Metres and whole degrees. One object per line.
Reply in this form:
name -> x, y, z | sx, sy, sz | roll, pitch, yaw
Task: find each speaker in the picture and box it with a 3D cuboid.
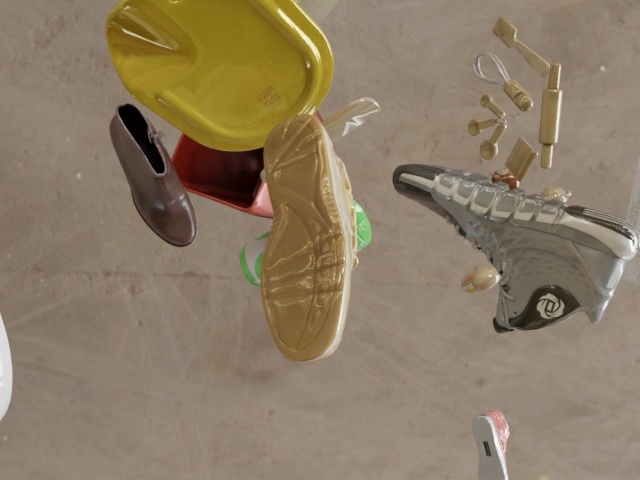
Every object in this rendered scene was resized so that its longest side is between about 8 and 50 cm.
speaker -> -0.037, 0.010, 1.687 | 0.297, 0.131, 0.131 | -23, 127, 25

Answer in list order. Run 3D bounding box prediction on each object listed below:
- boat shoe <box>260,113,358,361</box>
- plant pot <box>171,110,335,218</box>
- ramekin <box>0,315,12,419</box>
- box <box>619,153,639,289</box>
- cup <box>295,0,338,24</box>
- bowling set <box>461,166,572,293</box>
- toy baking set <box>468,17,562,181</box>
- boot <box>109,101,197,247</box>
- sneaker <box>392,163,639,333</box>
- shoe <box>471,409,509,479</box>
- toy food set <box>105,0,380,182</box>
boat shoe -> 0.000, 0.000, 0.479 | 0.063, 0.170, 0.059 | -14, 152, 25
plant pot -> -0.124, -0.179, 1.583 | 0.236, 0.267, 0.267 | 27, 85, -54
ramekin -> -0.498, 0.146, 0.936 | 0.127, 0.273, 0.272 | -11, 133, -45
box -> 0.466, -0.064, 0.867 | 0.290, 0.087, 0.169 | -30, 131, -34
cup -> -0.073, -0.458, 1.135 | 0.331, 0.237, 0.330 | -6, 103, -28
bowling set -> 0.345, -0.036, 1.272 | 0.287, 0.154, 0.199 | -24, 85, -5
toy baking set -> 0.313, -0.229, 1.205 | 0.030, 0.197, 0.256 | -8, 111, -33
boot -> -0.263, -0.094, 1.169 | 0.090, 0.207, 0.248 | -28, 100, -12
sneaker -> 0.156, 0.015, 0.674 | 0.229, 0.086, 0.132 | 21, 107, 26
shoe -> 0.369, 0.447, 1.550 | 0.064, 0.177, 0.081 | -14, 173, 38
toy food set -> -0.064, -0.139, 0.556 | 0.128, 0.071, 0.218 | -37, 142, 14
